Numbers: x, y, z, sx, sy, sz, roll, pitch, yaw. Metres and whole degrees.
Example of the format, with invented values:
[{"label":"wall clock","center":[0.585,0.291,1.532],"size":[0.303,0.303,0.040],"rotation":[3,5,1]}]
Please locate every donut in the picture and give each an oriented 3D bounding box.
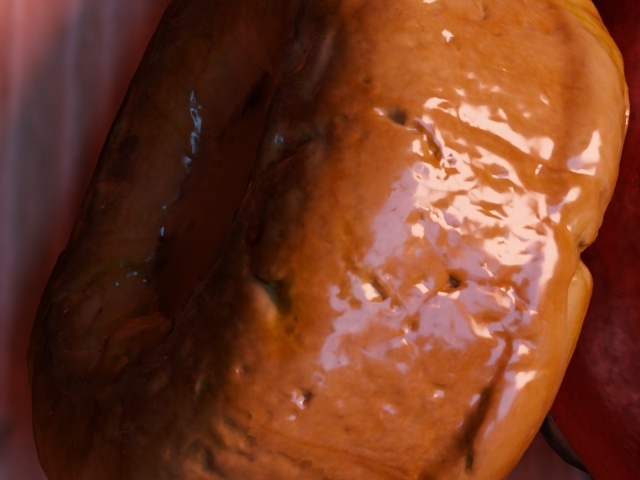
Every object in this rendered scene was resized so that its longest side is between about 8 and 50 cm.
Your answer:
[{"label":"donut","center":[0.000,0.000,0.675],"size":[0.128,0.208,0.261],"rotation":[25,78,-31]}]

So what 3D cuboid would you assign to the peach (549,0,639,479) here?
[{"label":"peach","center":[0.176,-0.020,0.778],"size":[0.258,0.201,0.362],"rotation":[50,60,-72]}]

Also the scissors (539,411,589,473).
[{"label":"scissors","center":[0.278,0.076,0.963],"size":[0.383,0.029,0.256],"rotation":[-31,112,-27]}]
